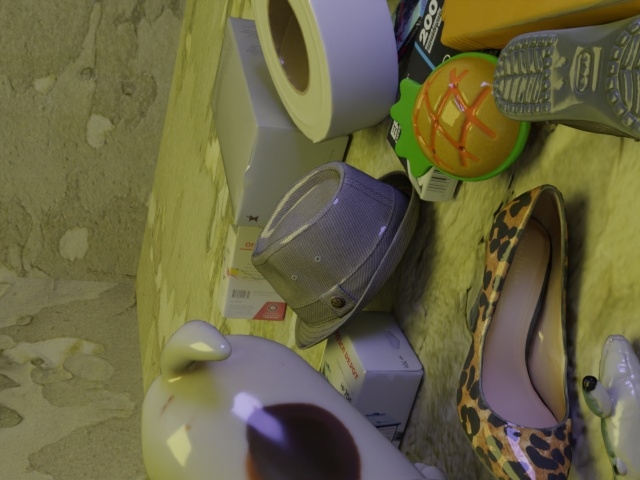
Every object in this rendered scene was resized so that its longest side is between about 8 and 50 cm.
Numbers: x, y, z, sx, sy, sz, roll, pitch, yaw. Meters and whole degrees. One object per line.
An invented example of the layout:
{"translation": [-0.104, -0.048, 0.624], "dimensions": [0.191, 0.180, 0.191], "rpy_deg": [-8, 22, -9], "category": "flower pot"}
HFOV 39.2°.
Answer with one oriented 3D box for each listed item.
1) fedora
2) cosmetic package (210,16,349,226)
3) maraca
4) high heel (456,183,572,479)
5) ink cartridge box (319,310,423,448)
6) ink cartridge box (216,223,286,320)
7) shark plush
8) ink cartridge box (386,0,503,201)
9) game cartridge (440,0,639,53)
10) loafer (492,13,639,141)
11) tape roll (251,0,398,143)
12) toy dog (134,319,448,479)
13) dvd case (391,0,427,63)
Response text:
{"translation": [0.000, 0.000, 1.139], "dimensions": [0.275, 0.124, 0.244], "rpy_deg": [-37, 27, 47], "category": "fedora"}
{"translation": [-0.083, -0.203, 1.515], "dimensions": [0.366, 0.155, 0.197], "rpy_deg": [-108, 28, -47], "category": "cosmetic package"}
{"translation": [0.136, -0.121, 0.908], "dimensions": [0.185, 0.099, 0.127], "rpy_deg": [-2, 94, 53], "category": "maraca"}
{"translation": [0.180, 0.085, 0.761], "dimensions": [0.261, 0.093, 0.186], "rpy_deg": [-93, 12, -48], "category": "high heel"}
{"translation": [0.051, 0.204, 1.146], "dimensions": [0.140, 0.082, 0.191], "rpy_deg": [-118, 36, -58], "category": "ink cartridge box"}
{"translation": [-0.111, 0.039, 1.605], "dimensions": [0.067, 0.115, 0.198], "rpy_deg": [-127, 46, -63], "category": "ink cartridge box"}
{"translation": [0.243, 0.154, 0.684], "dimensions": [0.067, 0.073, 0.161], "rpy_deg": [-74, -32, -88], "category": "shark plush"}
{"translation": [0.134, -0.185, 1.046], "dimensions": [0.208, 0.045, 0.206], "rpy_deg": [-110, 30, -54], "category": "ink cartridge box"}
{"translation": [0.217, -0.312, 0.764], "dimensions": [0.323, 0.052, 0.285], "rpy_deg": [-159, 85, -73], "category": "game cartridge"}
{"translation": [0.241, -0.117, 0.658], "dimensions": [0.251, 0.087, 0.094], "rpy_deg": [23, 106, 53], "category": "loafer"}
{"translation": [-0.001, -0.281, 1.222], "dimensions": [0.286, 0.100, 0.286], "rpy_deg": [160, 90, -74], "category": "tape roll"}
{"translation": [0.029, 0.264, 0.859], "dimensions": [0.408, 0.284, 0.395], "rpy_deg": [27, 132, 38], "category": "toy dog"}
{"translation": [0.110, -0.283, 1.162], "dimensions": [0.119, 0.013, 0.087], "rpy_deg": [124, 155, -59], "category": "dvd case"}
